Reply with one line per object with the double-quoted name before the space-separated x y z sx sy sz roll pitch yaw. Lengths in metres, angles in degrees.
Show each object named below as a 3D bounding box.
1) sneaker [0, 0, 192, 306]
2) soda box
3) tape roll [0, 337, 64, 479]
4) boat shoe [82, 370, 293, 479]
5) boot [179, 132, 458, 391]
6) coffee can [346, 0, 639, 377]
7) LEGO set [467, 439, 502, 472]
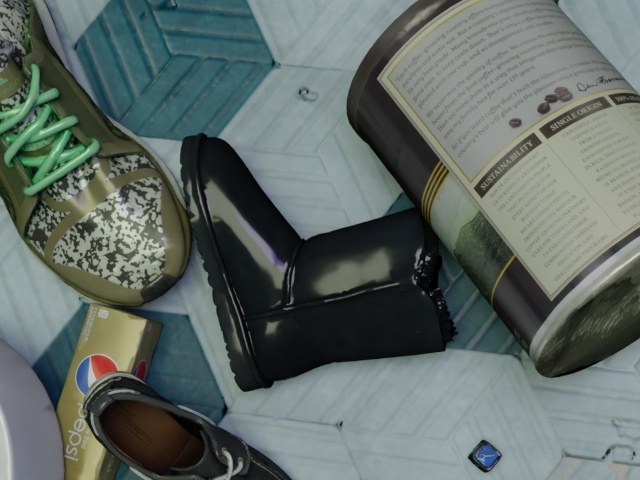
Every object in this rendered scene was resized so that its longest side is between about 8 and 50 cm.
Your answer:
"sneaker" -0.272 -0.112 1.074 0.158 0.182 0.410 -38 79 1
"soda box" -0.203 0.152 1.087 0.058 0.061 0.181 15 84 9
"tape roll" -0.373 0.201 1.033 0.286 0.100 0.286 -1 84 14
"boat shoe" -0.104 0.199 1.032 0.233 0.079 0.084 36 78 -12
"boot" 0.000 0.000 1.064 0.207 0.094 0.246 -16 87 9
"coffee can" 0.177 -0.058 0.964 0.201 0.201 0.275 -35 64 1
"LEGO set" 0.139 0.306 1.039 0.182 0.060 0.244 -17 81 -8
